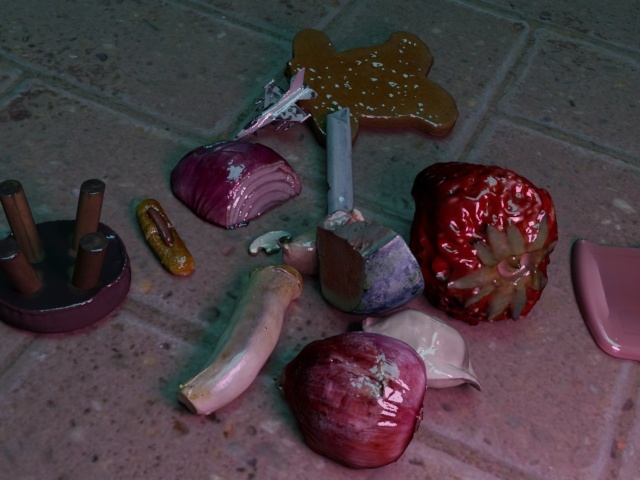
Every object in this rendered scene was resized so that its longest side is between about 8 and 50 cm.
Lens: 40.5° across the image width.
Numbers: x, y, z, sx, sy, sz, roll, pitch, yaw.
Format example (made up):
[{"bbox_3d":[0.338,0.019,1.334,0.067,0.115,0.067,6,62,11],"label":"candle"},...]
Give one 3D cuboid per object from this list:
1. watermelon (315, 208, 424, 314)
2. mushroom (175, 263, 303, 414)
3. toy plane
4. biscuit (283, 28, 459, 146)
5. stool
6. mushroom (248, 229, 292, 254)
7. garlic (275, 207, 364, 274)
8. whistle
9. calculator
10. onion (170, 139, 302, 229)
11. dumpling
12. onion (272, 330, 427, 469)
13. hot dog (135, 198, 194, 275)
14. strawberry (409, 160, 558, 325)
[{"bbox_3d":[0.068,0.042,1.595,0.148,0.318,0.226,-33,80,-8],"label":"watermelon"},{"bbox_3d":[-0.136,0.173,1.566,0.122,0.095,0.351,7,41,25],"label":"mushroom"},{"bbox_3d":[-0.104,-0.299,2.019,0.234,0.082,0.160,-45,58,3],"label":"toy plane"},{"bbox_3d":[0.111,-0.381,2.148,0.394,0.076,0.368,-10,59,-16],"label":"biscuit"},{"bbox_3d":[-0.487,0.019,1.591,0.272,0.179,0.272,4,44,-4],"label":"stool"},{"bbox_3d":[-0.104,0.005,1.782,0.101,0.019,0.049,-19,51,-23],"label":"mushroom"},{"bbox_3d":[-0.010,0.008,1.719,0.198,0.129,0.090,-15,57,-21],"label":"garlic"},{"bbox_3d":[0.041,-0.169,1.914,0.062,0.062,0.312,4,56,-6],"label":"whistle"},{"bbox_3d":[0.636,0.119,1.777,0.220,0.048,0.330,5,47,-7],"label":"calculator"},{"bbox_3d":[-0.192,-0.159,1.870,0.250,0.111,0.247,-33,60,-32],"label":"onion"},{"bbox_3d":[0.180,0.199,1.557,0.250,0.132,0.162,29,11,20],"label":"dumpling"},{"bbox_3d":[0.030,0.250,1.452,0.283,0.120,0.227,7,69,26],"label":"onion"},{"bbox_3d":[-0.317,-0.011,1.743,0.066,0.047,0.216,-18,51,-22],"label":"hot dog"},{"bbox_3d":[0.300,-0.026,1.711,0.295,0.317,0.345,-30,33,4],"label":"strawberry"}]
